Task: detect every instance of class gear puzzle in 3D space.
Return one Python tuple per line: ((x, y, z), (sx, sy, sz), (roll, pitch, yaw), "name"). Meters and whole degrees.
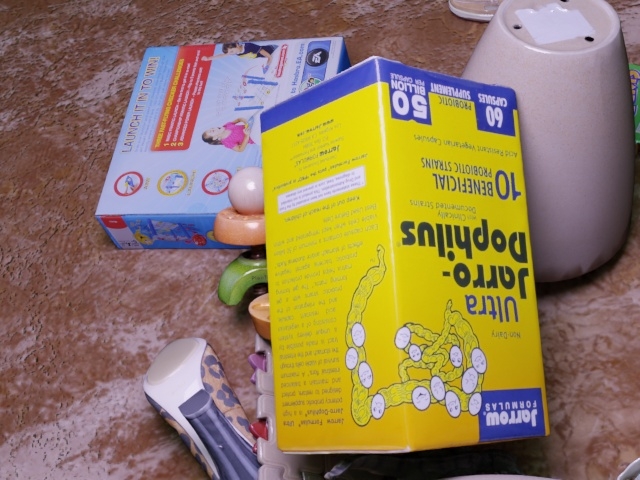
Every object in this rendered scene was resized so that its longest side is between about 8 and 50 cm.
((-0.002, 0.266, 1.045), (0.044, 0.175, 0.339), (-43, 39, 43), "gear puzzle")

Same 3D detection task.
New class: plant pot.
((0.249, -0.136, 1.110), (0.256, 0.274, 0.256), (-1, 48, 1), "plant pot")

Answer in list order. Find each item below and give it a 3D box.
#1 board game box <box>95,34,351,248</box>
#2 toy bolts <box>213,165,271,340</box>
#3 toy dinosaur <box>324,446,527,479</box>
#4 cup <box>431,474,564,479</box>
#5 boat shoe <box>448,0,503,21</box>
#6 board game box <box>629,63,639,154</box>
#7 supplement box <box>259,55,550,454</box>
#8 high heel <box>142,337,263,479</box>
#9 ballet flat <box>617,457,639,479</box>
((-0.124, -0.137, 1.361), (0.302, 0.086, 0.308), (0, 57, 16), "board game box")
((0.000, 0.000, 1.129), (0.228, 0.158, 0.218), (-6, 19, -14), "toy bolts")
((0.088, 0.245, 1.009), (0.268, 0.118, 0.064), (6, 56, -34), "toy dinosaur")
((0.140, 0.343, 0.865), (0.331, 0.331, 0.237), (-49, 35, -18), "cup")
((0.277, -0.363, 1.410), (0.190, 0.072, 0.068), (0, 58, 15), "boat shoe")
((0.338, -0.195, 1.306), (0.259, 0.039, 0.124), (18, 64, 28), "board game box")
((0.079, 0.027, 0.981), (0.195, 0.194, 0.356), (-16, 75, 50), "supplement box")
((-0.121, 0.220, 1.147), (0.093, 0.186, 0.261), (-34, 21, -7), "high heel")
((0.316, 0.271, 0.995), (0.188, 0.070, 0.070), (-37, 56, -13), "ballet flat")
